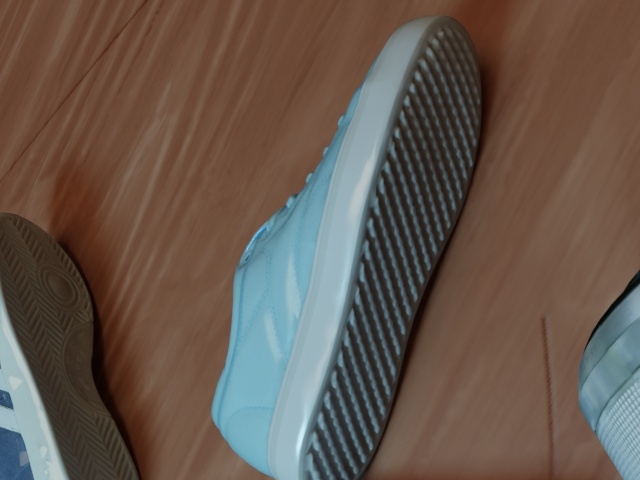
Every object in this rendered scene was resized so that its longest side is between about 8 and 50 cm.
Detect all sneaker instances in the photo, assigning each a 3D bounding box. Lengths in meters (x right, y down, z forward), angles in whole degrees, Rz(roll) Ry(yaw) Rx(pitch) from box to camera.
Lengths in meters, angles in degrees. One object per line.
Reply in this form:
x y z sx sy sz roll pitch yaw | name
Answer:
0.000 0.000 0.687 0.150 0.135 0.365 19 88 36 | sneaker
-0.294 0.140 0.874 0.148 0.131 0.350 -34 59 21 | sneaker

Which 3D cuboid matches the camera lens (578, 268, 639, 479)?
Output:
0.264 0.109 0.396 0.219 0.219 0.274 -41 56 22 | camera lens
